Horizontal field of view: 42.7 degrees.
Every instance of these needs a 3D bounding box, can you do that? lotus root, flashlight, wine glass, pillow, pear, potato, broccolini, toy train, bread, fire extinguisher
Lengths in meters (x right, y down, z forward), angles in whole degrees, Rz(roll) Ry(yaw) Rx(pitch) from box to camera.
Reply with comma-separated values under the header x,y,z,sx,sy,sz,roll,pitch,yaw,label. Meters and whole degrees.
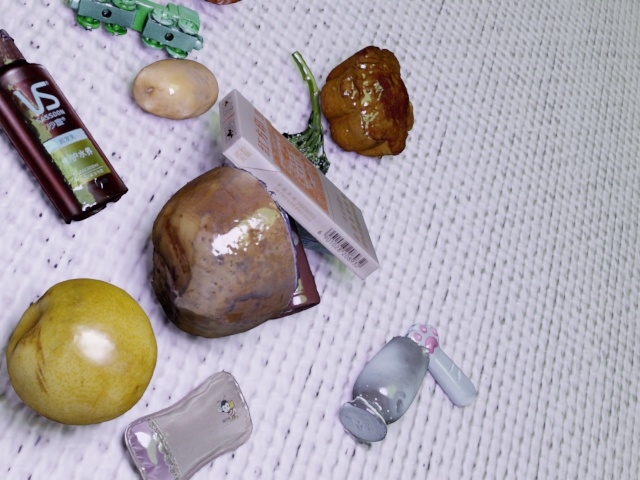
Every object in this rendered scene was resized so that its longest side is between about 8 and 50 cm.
x,y,z,sx,sy,sz,roll,pitch,yaw,label
-0.180,0.028,1.320,0.192,0.272,0.272,-25,86,-30,lotus root
0.247,0.255,1.664,0.200,0.047,0.093,50,49,-7,flashlight
0.123,0.272,1.519,0.111,0.111,0.204,50,51,-8,wine glass
-0.202,0.306,1.305,0.232,0.038,0.131,-25,89,-44,pillow
-0.331,0.161,1.164,0.209,0.209,0.209,16,61,-31,pear
-0.258,-0.275,1.484,0.178,0.118,0.109,-26,122,-55,potato
-0.048,-0.264,1.668,0.123,0.062,0.272,6,71,-52,broccolini
-0.335,-0.415,1.504,0.251,0.085,0.119,16,35,-26,toy train
0.105,-0.282,1.719,0.246,0.135,0.232,-27,99,-55,bread
-0.101,-0.035,1.479,0.138,0.102,0.344,34,37,-78,fire extinguisher

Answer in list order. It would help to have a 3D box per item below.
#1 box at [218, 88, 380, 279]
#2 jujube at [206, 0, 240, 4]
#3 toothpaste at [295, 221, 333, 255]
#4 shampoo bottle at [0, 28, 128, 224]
x,y,z,sx,sy,sz,roll,pitch,yaw,label
-0.038,-0.099,1.469,0.365,0.051,0.205,42,19,-29,box
-0.234,-0.565,1.596,0.250,0.174,0.174,25,56,-18,jujube
0.000,0.000,1.594,0.164,0.046,0.034,15,62,-32,toothpaste
-0.446,-0.187,1.316,0.129,0.084,0.323,-34,91,-44,shampoo bottle
